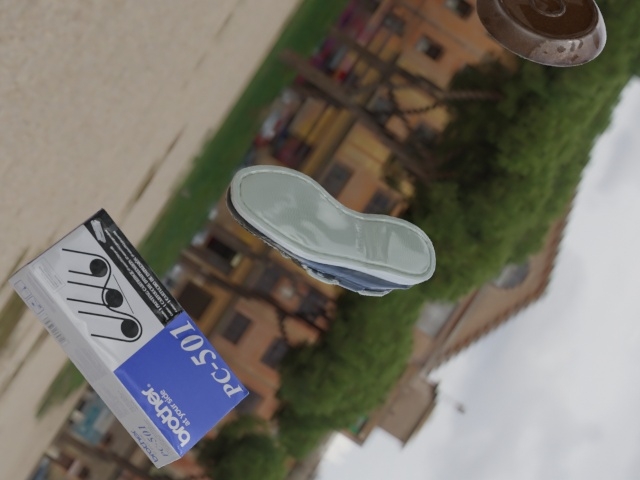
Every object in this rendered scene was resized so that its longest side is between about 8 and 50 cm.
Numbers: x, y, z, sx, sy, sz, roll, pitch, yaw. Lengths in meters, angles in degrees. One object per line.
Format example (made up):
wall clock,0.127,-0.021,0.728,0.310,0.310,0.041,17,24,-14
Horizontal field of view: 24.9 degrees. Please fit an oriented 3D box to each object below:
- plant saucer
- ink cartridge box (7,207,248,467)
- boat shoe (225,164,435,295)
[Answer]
plant saucer,0.274,-0.281,1.770,0.029,0.168,0.168,111,6,-47
ink cartridge box,-0.163,0.083,1.241,0.097,0.207,0.046,-41,-174,-39
boat shoe,0.000,0.000,1.772,0.091,0.303,0.114,-31,-137,46
